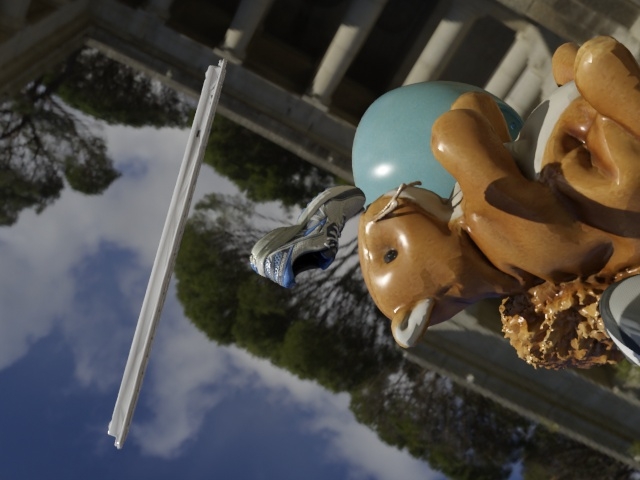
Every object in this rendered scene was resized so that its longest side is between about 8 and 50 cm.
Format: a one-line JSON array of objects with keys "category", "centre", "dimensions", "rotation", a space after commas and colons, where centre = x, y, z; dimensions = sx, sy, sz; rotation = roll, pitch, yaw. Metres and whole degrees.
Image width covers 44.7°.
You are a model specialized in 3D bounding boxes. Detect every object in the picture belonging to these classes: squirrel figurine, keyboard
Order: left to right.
[{"category": "keyboard", "centre": [-0.099, 0.007, 0.522], "dimensions": [0.014, 0.255, 0.072], "rotation": [15, 172, -4]}, {"category": "squirrel figurine", "centre": [0.249, 0.014, 0.900], "dimensions": [0.397, 0.370, 0.281], "rotation": [50, -165, -11]}]

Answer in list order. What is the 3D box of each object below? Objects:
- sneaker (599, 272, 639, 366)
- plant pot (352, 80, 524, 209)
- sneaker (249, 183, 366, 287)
[{"category": "sneaker", "centre": [0.287, 0.041, 0.493], "dimensions": [0.108, 0.100, 0.271], "rotation": [53, 161, -17]}, {"category": "plant pot", "centre": [0.225, -0.135, 1.261], "dimensions": [0.290, 0.195, 0.290], "rotation": [4, -99, -28]}, {"category": "sneaker", "centre": [0.000, 0.000, 0.754], "dimensions": [0.135, 0.052, 0.058], "rotation": [-39, -123, -19]}]
